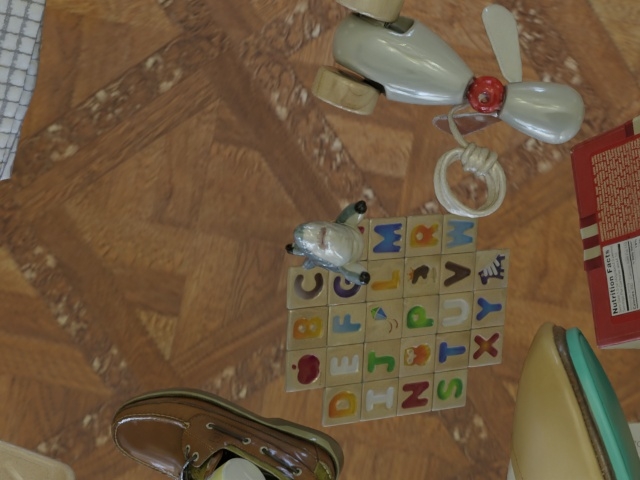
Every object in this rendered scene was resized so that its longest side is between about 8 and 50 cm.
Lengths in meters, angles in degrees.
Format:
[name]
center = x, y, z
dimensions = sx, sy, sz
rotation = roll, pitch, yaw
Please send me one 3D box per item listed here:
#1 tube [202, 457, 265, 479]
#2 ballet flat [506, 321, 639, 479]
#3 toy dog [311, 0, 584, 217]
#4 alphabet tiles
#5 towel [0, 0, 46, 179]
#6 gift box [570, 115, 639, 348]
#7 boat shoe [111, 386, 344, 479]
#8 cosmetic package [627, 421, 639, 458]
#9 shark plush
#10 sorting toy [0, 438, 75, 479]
[tube]
center = -0.150, 0.314, 1.343
dimensions = 0.070, 0.062, 0.240
rotation = 41, 125, -14
[ballet flat]
center = 0.112, 0.138, 0.486
dimensions = 0.073, 0.080, 0.232
rotation = -23, 111, 16
[toy dog]
center = 0.145, -0.204, 1.522
dimensions = 0.334, 0.161, 0.220
rotation = 39, 108, -6
[alphabet tiles]
center = 0.109, 0.105, 1.685
dimensions = 0.342, 0.011, 0.285
rotation = -4, 105, -26
[towel]
center = -0.396, -0.157, 1.164
dimensions = 0.235, 0.121, 0.283
rotation = 2, 120, -32
[gift box]
center = 0.441, -0.008, 1.229
dimensions = 0.258, 0.276, 0.255
rotation = 4, 79, -33
[boat shoe]
center = -0.130, 0.261, 1.523
dimensions = 0.307, 0.104, 0.110
rotation = 6, 116, 17
[cosmetic package]
center = 0.331, 0.386, 1.251
dimensions = 0.156, 0.217, 0.385
rotation = 26, 69, -41
[shark plush]
center = 0.000, 0.000, 1.120
dimensions = 0.067, 0.161, 0.073
rotation = -1, 93, -8
[sorting toy]
center = -0.341, 0.260, 1.125
dimensions = 0.208, 0.038, 0.193
rotation = 20, 94, 6
